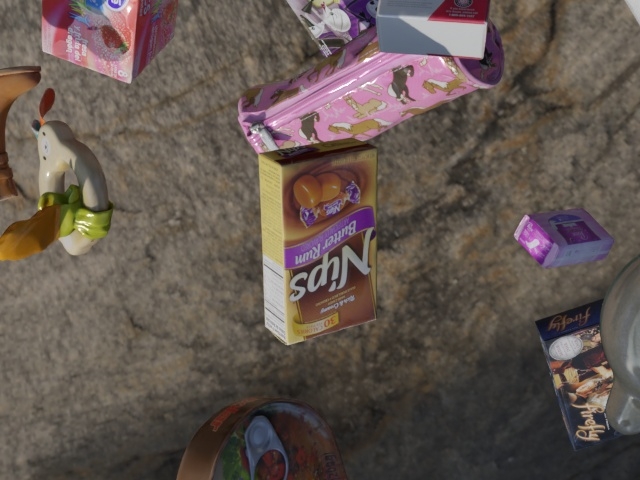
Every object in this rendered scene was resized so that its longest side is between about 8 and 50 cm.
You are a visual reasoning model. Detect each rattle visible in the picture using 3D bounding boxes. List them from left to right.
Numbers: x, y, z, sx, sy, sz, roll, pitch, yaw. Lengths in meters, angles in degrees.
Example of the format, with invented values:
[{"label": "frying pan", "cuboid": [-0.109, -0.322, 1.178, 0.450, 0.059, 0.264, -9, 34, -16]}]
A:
[{"label": "rattle", "cuboid": [-0.329, -0.075, 1.016, 0.142, 0.200, 0.130, -21, 169, -26]}]

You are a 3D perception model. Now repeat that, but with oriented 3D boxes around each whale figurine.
[{"label": "whale figurine", "cuboid": [0.367, 0.125, 0.832, 0.216, 0.272, 0.141, -25, -177, 13]}]

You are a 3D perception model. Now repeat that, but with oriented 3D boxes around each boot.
[{"label": "boot", "cuboid": [-0.418, -0.127, 1.150, 0.197, 0.152, 0.073, -24, -176, 6]}]

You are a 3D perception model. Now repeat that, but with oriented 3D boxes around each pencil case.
[{"label": "pencil case", "cuboid": [0.063, -0.212, 1.242, 0.386, 0.167, 0.160, -22, 129, 37]}]

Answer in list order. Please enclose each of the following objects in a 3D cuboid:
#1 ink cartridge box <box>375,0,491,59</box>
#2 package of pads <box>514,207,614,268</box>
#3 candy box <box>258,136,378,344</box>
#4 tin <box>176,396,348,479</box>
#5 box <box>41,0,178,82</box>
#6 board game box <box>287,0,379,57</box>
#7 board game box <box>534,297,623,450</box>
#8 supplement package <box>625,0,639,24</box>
[{"label": "ink cartridge box", "cuboid": [0.122, -0.267, 0.923, 0.109, 0.150, 0.063, 6, 156, 11]}, {"label": "package of pads", "cuboid": [0.223, -0.002, 0.825, 0.083, 0.050, 0.032, -7, 134, -35]}, {"label": "candy box", "cuboid": [0.000, 0.000, 0.893, 0.109, 0.053, 0.187, -14, 116, -28]}, {"label": "tin", "cuboid": [-0.023, 0.180, 0.515, 0.106, 0.040, 0.190, -32, 111, -49]}, {"label": "box", "cuboid": [-0.275, -0.389, 1.218, 0.142, 0.154, 0.300, 21, 132, 5]}, {"label": "board game box", "cuboid": [0.005, -0.447, 1.406, 0.208, 0.056, 0.347, -11, 131, 37]}, {"label": "board game box", "cuboid": [0.399, 0.177, 1.233, 0.165, 0.042, 0.243, -20, 128, 7]}, {"label": "supplement package", "cuboid": [0.615, -0.356, 1.400, 0.145, 0.262, 0.204, -41, 120, 7]}]
